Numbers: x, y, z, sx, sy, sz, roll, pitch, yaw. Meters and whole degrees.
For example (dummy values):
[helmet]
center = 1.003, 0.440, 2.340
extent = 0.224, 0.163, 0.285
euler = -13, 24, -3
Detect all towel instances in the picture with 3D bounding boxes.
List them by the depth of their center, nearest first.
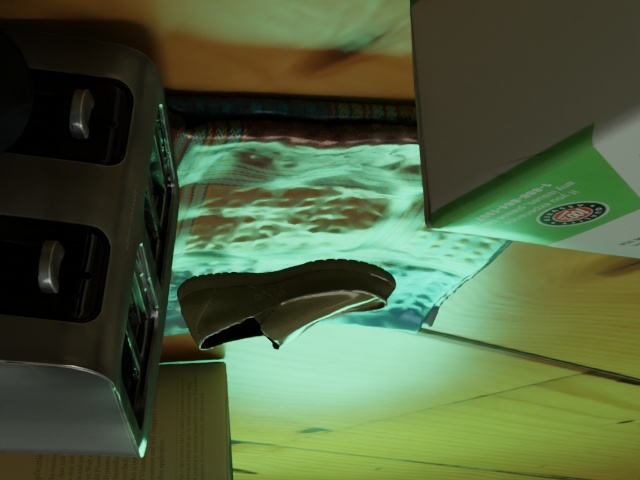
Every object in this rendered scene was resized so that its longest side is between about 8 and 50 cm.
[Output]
[towel]
center = 0.000, 0.000, 0.862
extent = 0.271, 0.040, 0.370
euler = 0, 161, -14

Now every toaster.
[toaster]
center = -0.136, 0.013, 0.627
extent = 0.110, 0.168, 0.185
euler = 5, 154, 1

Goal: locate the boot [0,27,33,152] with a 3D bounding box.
[boot]
center = -0.242, -0.059, 0.453
extent = 0.246, 0.094, 0.207
euler = 12, -165, -3

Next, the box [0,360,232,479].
[box]
center = -0.256, 0.255, 1.239
extent = 0.345, 0.168, 0.215
euler = -3, 130, -3

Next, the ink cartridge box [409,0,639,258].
[ink cartridge box]
center = 0.216, -0.072, 0.559
extent = 0.289, 0.121, 0.211
euler = 7, 158, -30

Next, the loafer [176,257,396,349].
[loafer]
center = -0.022, 0.046, 0.858
extent = 0.148, 0.050, 0.056
euler = -7, 159, 7
